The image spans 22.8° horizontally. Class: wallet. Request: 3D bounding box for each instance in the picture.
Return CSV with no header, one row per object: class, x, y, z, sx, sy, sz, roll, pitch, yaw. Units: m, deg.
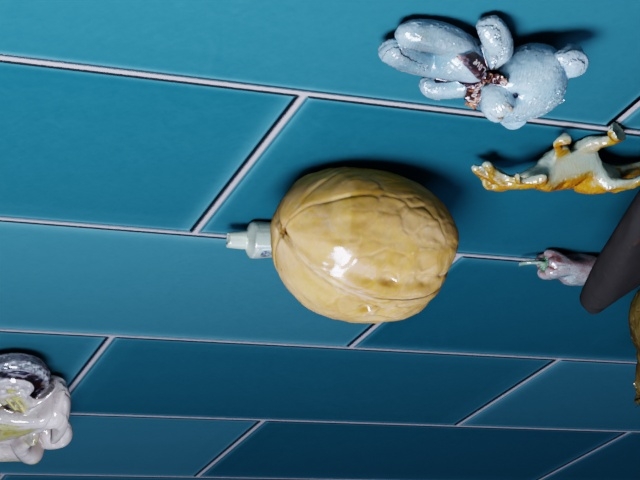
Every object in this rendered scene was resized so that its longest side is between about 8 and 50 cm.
wallet,0.383,-0.046,1.643,0.197,0.051,0.377,-31,162,-16

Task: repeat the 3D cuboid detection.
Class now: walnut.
walnut,0.044,0.006,1.637,0.197,0.165,0.165,10,153,-39

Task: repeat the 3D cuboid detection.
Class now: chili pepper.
chili pepper,0.311,0.035,1.916,0.153,0.041,0.050,7,-164,-28

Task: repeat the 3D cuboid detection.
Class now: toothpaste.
toothpaste,0.000,0.000,1.767,0.218,0.041,0.064,0,169,-20

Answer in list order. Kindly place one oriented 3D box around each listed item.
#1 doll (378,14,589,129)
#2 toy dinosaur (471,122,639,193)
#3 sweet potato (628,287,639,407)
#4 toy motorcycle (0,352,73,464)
doll,0.142,-0.144,1.405,0.180,0.075,0.120,7,151,-29
toy dinosaur,0.274,-0.064,1.651,0.142,0.057,0.212,-24,151,39
sweet potato,0.456,0.122,2.054,0.131,0.130,0.422,-7,162,3
toy motorcycle,-0.451,0.250,2.165,0.341,0.107,0.223,-29,143,30
